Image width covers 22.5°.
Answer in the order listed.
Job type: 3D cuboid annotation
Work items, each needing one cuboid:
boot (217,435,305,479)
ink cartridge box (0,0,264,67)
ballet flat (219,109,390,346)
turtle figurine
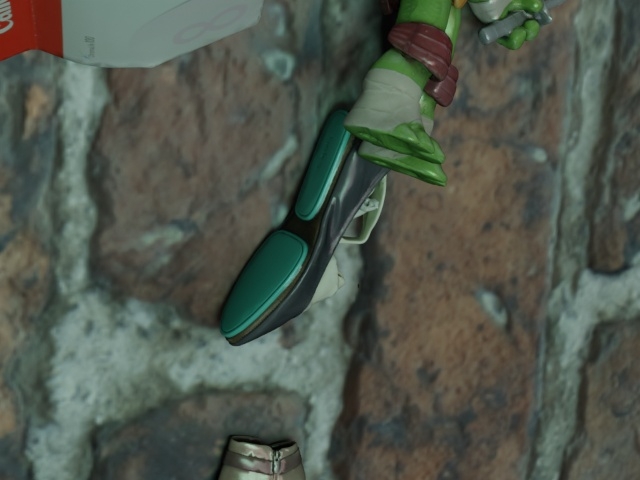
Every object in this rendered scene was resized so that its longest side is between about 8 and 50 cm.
[{"bbox_3d":[-0.069,0.198,1.275,0.119,0.042,0.087,-1,101,-23],"label":"boot"},{"bbox_3d":[-0.143,-0.152,1.046,0.232,0.189,0.066,-29,82,-13],"label":"ink cartridge box"},{"bbox_3d":[0.000,0.000,1.218,0.074,0.074,0.203,27,94,-27],"label":"ballet flat"},{"bbox_3d":[0.134,-0.167,1.129,0.275,0.198,0.266,23,84,-23],"label":"turtle figurine"}]
